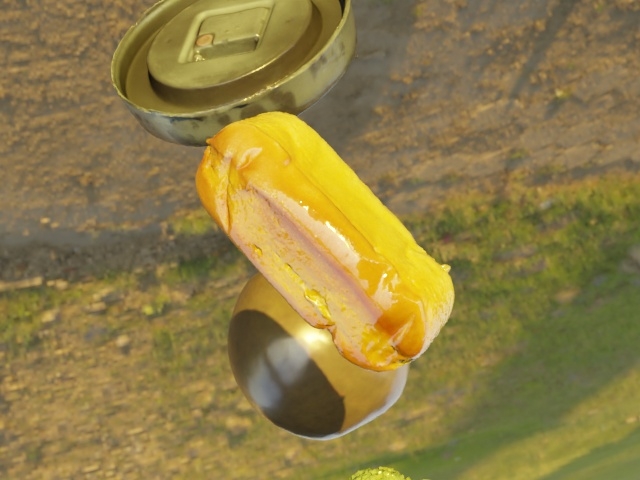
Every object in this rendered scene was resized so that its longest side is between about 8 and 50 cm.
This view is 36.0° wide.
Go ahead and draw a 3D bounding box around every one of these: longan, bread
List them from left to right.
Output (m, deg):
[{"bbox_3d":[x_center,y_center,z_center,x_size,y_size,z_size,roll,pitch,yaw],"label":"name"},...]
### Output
[{"bbox_3d":[-0.006,0.162,1.541,0.297,0.297,0.297,-15,160,-6],"label":"longan"},{"bbox_3d":[0.000,0.000,0.804,0.102,0.245,0.094,-45,175,34],"label":"bread"}]

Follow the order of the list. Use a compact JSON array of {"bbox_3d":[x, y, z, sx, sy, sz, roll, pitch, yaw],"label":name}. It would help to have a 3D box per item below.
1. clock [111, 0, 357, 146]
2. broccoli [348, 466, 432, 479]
[{"bbox_3d":[-0.110,-0.248,1.269,0.325,0.325,0.067,-19,133,5],"label":"clock"},{"bbox_3d":[0.163,0.477,1.471,0.302,0.254,0.186,15,157,-25],"label":"broccoli"}]
